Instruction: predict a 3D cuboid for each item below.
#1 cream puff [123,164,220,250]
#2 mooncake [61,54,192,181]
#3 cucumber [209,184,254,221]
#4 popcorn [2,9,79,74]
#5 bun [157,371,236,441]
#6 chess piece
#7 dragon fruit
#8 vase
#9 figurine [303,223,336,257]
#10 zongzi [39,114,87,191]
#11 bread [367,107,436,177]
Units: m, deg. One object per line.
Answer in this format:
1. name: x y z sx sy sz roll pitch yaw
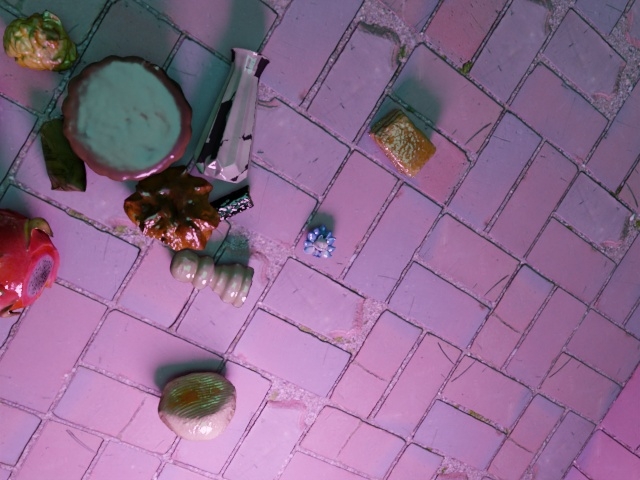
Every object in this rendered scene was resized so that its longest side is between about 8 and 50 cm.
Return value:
1. cream puff: -0.416 -0.089 1.501 0.268 0.155 0.241 -2 80 -4
2. mooncake: -0.506 -0.325 1.428 0.323 0.187 0.324 -4 106 -14
3. cucumber: -0.336 -0.074 1.599 0.300 0.072 0.072 -26 109 -5
4. popcorn: -0.699 -0.487 1.351 0.173 0.173 0.143 -12 90 -13
5. bun: -0.376 0.521 1.676 0.243 0.244 0.153 -4 128 -16
6. chess piece: -0.334 0.104 1.622 0.243 0.133 0.133 22 97 -16
7. dragon fruit: -0.800 0.061 1.380 0.189 0.290 0.291 12 100 2
8. vase: -0.244 -0.351 1.521 0.165 0.165 0.361 14 96 -19
9. figurine: 0.000 0.000 1.713 0.114 0.079 0.115 -2 103 -9
10. zongzi: -0.665 -0.226 1.398 0.094 0.204 0.205 -16 107 -31
11. bread: 0.261 -0.309 1.703 0.138 0.102 0.196 -44 110 -5
